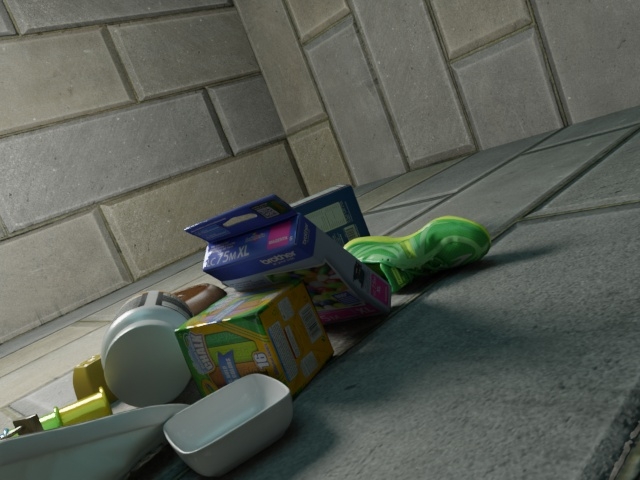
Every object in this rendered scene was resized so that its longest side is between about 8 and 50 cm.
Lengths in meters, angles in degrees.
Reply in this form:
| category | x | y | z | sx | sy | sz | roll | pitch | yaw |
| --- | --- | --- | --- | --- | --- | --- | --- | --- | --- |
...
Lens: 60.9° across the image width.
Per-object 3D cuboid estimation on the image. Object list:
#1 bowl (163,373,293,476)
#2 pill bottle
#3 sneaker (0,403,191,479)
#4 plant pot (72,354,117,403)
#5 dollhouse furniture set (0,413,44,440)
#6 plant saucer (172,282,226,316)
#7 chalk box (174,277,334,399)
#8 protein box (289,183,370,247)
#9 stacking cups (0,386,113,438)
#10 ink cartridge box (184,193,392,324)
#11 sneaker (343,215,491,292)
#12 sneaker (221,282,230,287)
| category | x | y | z | sx | sy | sz | roll | pitch | yaw |
| --- | --- | --- | --- | --- | --- | --- | --- | --- | --- |
| bowl | -0.105 | 0.220 | 0.648 | 0.142 | 0.053 | 0.142 | -27 | 10 | -26 |
| pill bottle | -0.295 | 0.184 | 0.956 | 0.162 | 0.162 | 0.278 | -23 | 9 | -12 |
| sneaker | -0.267 | 0.273 | 0.639 | 0.106 | 0.123 | 0.290 | -30 | -19 | 36 |
| plant pot | -0.421 | 0.264 | 1.033 | 0.081 | 0.083 | 0.081 | -14 | 12 | 40 |
| dollhouse furniture set | -0.411 | 0.308 | 0.612 | 0.129 | 0.128 | 0.184 | -18 | 6 | 25 |
| plant saucer | -0.426 | 0.195 | 1.578 | 0.311 | 0.050 | 0.310 | -20 | 10 | 4 |
| chalk box | -0.115 | 0.156 | 0.809 | 0.213 | 0.132 | 0.132 | -17 | 10 | 33 |
| protein box | 0.000 | 0.000 | 1.235 | 0.201 | 0.199 | 0.136 | -22 | 9 | -5 |
| stacking cups | -0.427 | 0.302 | 0.708 | 0.316 | 0.096 | 0.096 | -21 | 8 | -26 |
| ink cartridge box | -0.044 | 0.050 | 0.855 | 0.186 | 0.311 | 0.065 | -16 | 52 | 32 |
| sneaker | 0.167 | 0.042 | 0.996 | 0.296 | 0.109 | 0.123 | -15 | 34 | 29 |
| sneaker | -0.154 | 0.036 | 1.590 | 0.314 | 0.136 | 0.116 | -22 | 8 | -1 |
